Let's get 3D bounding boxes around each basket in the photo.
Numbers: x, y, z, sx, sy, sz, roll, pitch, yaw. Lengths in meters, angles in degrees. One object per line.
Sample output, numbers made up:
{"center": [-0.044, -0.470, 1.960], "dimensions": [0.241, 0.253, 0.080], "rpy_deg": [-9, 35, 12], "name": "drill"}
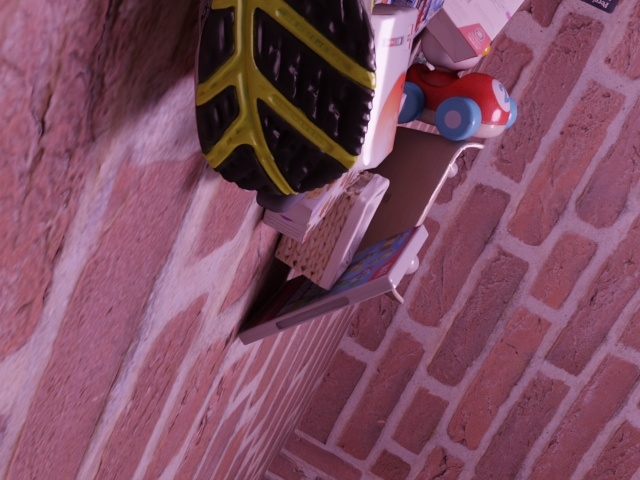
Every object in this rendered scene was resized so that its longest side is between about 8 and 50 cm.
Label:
{"center": [0.015, -0.031, 1.146], "dimensions": [0.167, 0.103, 0.113], "rpy_deg": [-66, 171, 28], "name": "basket"}

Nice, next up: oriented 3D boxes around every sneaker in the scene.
{"center": [-0.016, -0.212, 0.440], "dimensions": [0.147, 0.145, 0.384], "rpy_deg": [-98, -161, -46], "name": "sneaker"}

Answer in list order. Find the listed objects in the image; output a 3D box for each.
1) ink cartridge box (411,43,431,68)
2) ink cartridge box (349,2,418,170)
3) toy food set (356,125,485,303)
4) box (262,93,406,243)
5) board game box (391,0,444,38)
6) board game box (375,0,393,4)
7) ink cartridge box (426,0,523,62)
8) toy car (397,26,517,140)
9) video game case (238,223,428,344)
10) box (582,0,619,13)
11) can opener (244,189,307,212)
{"center": [0.206, -0.363, 1.446], "dimensions": [0.063, 0.029, 0.115], "rpy_deg": [-49, 165, -53], "name": "ink cartridge box"}
{"center": [0.040, -0.130, 0.675], "dimensions": [0.179, 0.045, 0.145], "rpy_deg": [-55, 156, -64], "name": "ink cartridge box"}
{"center": [0.148, -0.058, 1.373], "dimensions": [0.220, 0.092, 0.306], "rpy_deg": [29, -90, 56], "name": "toy food set"}
{"center": [0.026, -0.121, 1.062], "dimensions": [0.324, 0.067, 0.063], "rpy_deg": [-52, 167, -43], "name": "box"}
{"center": [0.128, -0.351, 0.944], "dimensions": [0.194, 0.060, 0.194], "rpy_deg": [-52, 166, -46], "name": "board game box"}
{"center": [0.015, -0.206, 0.825], "dimensions": [0.201, 0.035, 0.136], "rpy_deg": [-61, 171, -1], "name": "board game box"}
{"center": [0.256, -0.399, 1.231], "dimensions": [0.198, 0.115, 0.067], "rpy_deg": [-51, -157, -18], "name": "ink cartridge box"}
{"center": [0.246, -0.313, 1.329], "dimensions": [0.219, 0.210, 0.237], "rpy_deg": [-20, 127, -54], "name": "toy car"}
{"center": [0.022, 0.070, 1.218], "dimensions": [0.285, 0.025, 0.204], "rpy_deg": [-23, -168, 29], "name": "video game case"}
{"center": [0.553, -0.679, 1.570], "dimensions": [0.182, 0.296, 0.294], "rpy_deg": [-57, 170, -31], "name": "box"}
{"center": [-0.003, -0.163, 0.710], "dimensions": [0.074, 0.093, 0.280], "rpy_deg": [1, 113, -79], "name": "can opener"}
